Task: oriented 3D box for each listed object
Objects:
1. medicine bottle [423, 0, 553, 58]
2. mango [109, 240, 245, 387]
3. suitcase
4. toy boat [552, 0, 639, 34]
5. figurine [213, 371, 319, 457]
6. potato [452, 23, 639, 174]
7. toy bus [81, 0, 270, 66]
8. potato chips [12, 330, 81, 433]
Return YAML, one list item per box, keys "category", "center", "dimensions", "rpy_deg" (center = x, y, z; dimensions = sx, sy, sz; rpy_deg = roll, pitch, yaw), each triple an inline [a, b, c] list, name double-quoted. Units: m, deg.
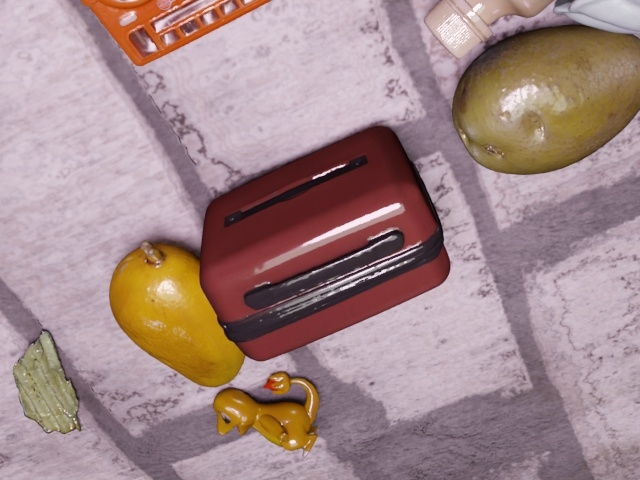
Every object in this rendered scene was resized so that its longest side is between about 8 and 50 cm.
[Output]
- category: "medicine bottle"
  center: [0.230, -0.316, 0.844]
  dimensions: [0.114, 0.114, 0.252]
  rpy_deg: [38, 112, -25]
- category: "mango"
  center: [-0.195, 0.113, 1.056]
  dimensions: [0.177, 0.119, 0.316]
  rpy_deg: [-5, 135, 17]
- category: "suitcase"
  center: [0.000, 0.000, 0.944]
  dimensions: [0.297, 0.236, 0.161]
  rpy_deg: [-23, 121, 8]
- category: "toy boat"
  center: [0.402, -0.304, 0.814]
  dimensions: [0.290, 0.199, 0.100]
  rpy_deg: [-34, 100, 11]
- category: "figurine"
  center: [-0.084, 0.268, 1.201]
  dimensions: [0.176, 0.121, 0.122]
  rpy_deg: [14, 92, -3]
- category: "potato"
  center: [0.289, -0.178, 0.913]
  dimensions: [0.251, 0.159, 0.174]
  rpy_deg: [-24, 152, 1]
- category: "toy bus"
  center: [-0.091, -0.325, 0.793]
  dimensions: [0.329, 0.143, 0.153]
  rpy_deg: [-25, 131, 9]
- category: "potato chips"
  center: [-0.433, 0.228, 1.163]
  dimensions: [0.092, 0.028, 0.207]
  rpy_deg: [-8, 124, -3]
